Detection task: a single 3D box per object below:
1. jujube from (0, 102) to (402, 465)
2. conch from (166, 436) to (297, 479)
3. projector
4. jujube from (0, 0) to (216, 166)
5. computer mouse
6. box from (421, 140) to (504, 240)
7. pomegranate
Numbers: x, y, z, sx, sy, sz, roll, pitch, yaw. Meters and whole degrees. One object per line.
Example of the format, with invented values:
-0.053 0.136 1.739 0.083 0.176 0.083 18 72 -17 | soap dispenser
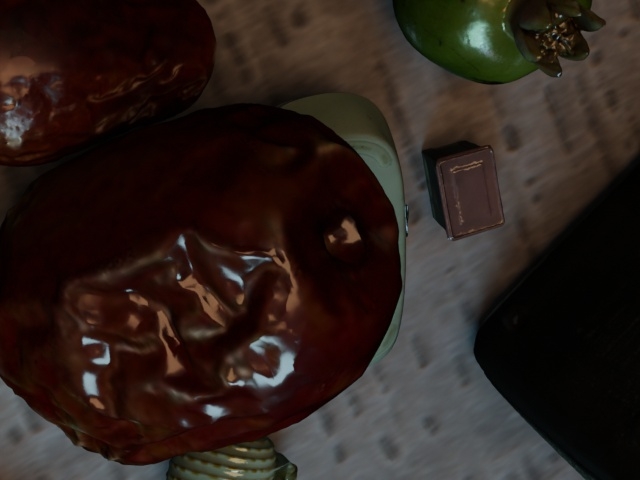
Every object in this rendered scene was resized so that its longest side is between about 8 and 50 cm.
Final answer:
-0.117 0.037 1.210 0.377 0.276 0.276 -19 119 35 | jujube
-0.090 0.236 1.420 0.135 0.102 0.153 10 126 -37 | conch
0.391 0.088 1.355 0.395 0.405 0.242 -44 114 0 | projector
-0.217 -0.157 1.221 0.255 0.190 0.190 -2 108 -34 | jujube
-0.003 -0.003 1.375 0.159 0.097 0.288 -14 122 -23 | computer mouse
0.135 -0.053 1.419 0.060 0.063 0.084 -16 112 -10 | box
0.164 -0.216 1.290 0.187 0.225 0.187 -12 123 -20 | pomegranate
